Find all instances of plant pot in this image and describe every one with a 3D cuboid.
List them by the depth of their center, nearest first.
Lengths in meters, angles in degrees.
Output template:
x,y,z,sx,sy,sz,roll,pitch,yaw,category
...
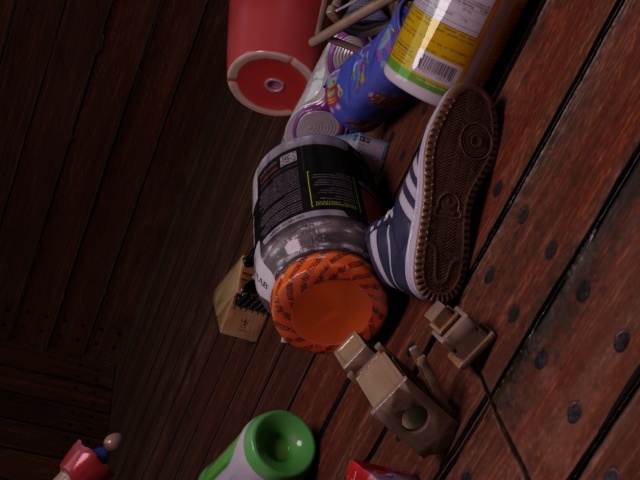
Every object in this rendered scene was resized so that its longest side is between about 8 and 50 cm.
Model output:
x,y,z,sx,sy,sz,roll,pitch,yaw,category
-0.085,-0.421,1.850,0.275,0.275,0.243,131,153,-52,plant pot

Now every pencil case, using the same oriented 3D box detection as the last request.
x,y,z,sx,sy,sz,roll,pitch,yaw,category
0.113,-0.281,1.369,0.306,0.119,0.133,148,131,-63,pencil case

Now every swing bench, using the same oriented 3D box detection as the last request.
x,y,z,sx,sy,sz,roll,pitch,yaw,category
0.118,-0.466,1.455,0.255,0.165,0.253,140,144,-59,swing bench

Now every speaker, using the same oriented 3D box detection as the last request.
x,y,z,sx,sy,sz,roll,pitch,yaw,category
-0.116,0.388,1.425,0.296,0.131,0.131,128,153,-48,speaker

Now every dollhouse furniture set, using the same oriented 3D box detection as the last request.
x,y,z,sx,sy,sz,roll,pitch,yaw,category
0.126,0.143,1.038,0.161,0.101,0.182,-46,20,2,dollhouse furniture set

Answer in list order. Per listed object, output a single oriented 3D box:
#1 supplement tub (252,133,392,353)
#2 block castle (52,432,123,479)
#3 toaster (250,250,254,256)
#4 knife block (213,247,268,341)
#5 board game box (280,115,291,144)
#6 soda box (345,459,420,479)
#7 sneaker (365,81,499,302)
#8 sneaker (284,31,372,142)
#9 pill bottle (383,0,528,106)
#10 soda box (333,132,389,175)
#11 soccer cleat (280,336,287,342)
x,y,z,sx,sy,sz,roll,pitch,yaw,category
0.000,0.000,1.304,0.338,0.207,0.207,-97,30,-54,supplement tub
-0.236,0.474,1.285,0.213,0.303,0.453,-49,25,-22,block castle
-0.042,-0.043,1.634,0.186,0.110,0.168,164,122,-69,toaster
-0.148,0.084,1.878,0.275,0.088,0.242,-121,51,-68,knife block
-0.064,-0.148,1.894,0.193,0.053,0.305,-127,56,-68,board game box
0.050,0.397,0.981,0.092,0.083,0.263,-174,102,-72,soda box
0.140,-0.062,1.118,0.153,0.099,0.282,178,105,-70,sneaker
0.026,-0.294,1.717,0.305,0.114,0.152,-61,7,23,sneaker
0.192,-0.304,1.120,0.136,0.136,0.245,-106,37,-60,pill bottle
0.057,-0.152,1.522,0.183,0.058,0.063,-165,92,-72,soda box
-0.063,0.158,1.645,0.035,0.029,0.083,-34,47,57,soccer cleat
